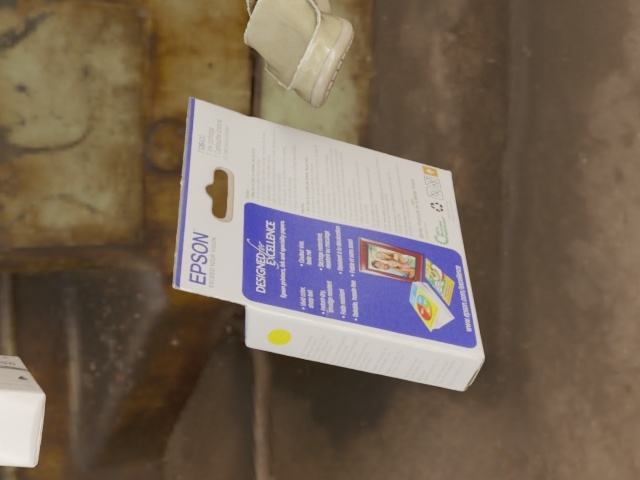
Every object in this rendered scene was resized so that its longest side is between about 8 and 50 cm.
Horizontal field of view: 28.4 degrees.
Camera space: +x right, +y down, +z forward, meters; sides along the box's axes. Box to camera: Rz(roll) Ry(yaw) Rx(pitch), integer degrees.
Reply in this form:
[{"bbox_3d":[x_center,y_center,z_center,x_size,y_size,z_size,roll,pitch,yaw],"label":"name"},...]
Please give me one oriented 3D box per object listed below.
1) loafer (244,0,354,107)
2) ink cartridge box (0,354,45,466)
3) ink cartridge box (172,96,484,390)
[{"bbox_3d":[-0.033,-0.223,1.378,0.268,0.092,0.102,-113,44,-65],"label":"loafer"},{"bbox_3d":[-0.552,0.251,1.943,0.283,0.207,0.117,-162,80,-67],"label":"ink cartridge box"},{"bbox_3d":[0.000,0.000,1.284,0.303,0.307,0.072,-92,19,-49],"label":"ink cartridge box"}]
